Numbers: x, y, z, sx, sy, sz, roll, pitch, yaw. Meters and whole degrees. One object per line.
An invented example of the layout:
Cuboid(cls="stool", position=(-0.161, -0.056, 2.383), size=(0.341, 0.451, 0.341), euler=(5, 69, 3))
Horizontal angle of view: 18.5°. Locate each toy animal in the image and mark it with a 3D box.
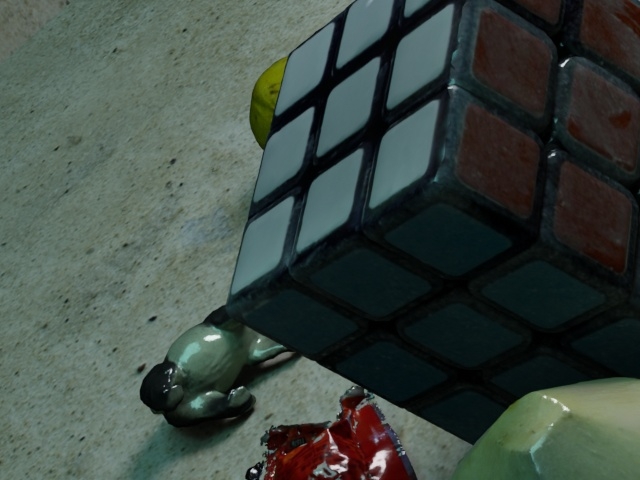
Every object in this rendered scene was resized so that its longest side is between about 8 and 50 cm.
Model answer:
Cuboid(cls="toy animal", position=(-0.102, 0.122, 2.158), size=(0.225, 0.094, 0.121), euler=(-48, 20, -18))

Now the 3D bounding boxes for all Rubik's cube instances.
Cuboid(cls="Rubik's cube", position=(0.141, -0.042, 1.661), size=(0.301, 0.305, 0.303), euler=(-34, 34, 48))

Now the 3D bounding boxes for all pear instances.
Cuboid(cls="pear", position=(-0.015, -0.156, 2.416), size=(0.149, 0.149, 0.162), euler=(-37, 20, 1))

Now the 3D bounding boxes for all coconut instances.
Cuboid(cls="coconut", position=(0.203, 0.219, 1.463), size=(0.259, 0.259, 0.259), euler=(-28, 28, 17))

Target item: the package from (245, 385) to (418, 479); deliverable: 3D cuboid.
Cuboid(cls="package", position=(0.008, 0.248, 1.846), size=(0.194, 0.071, 0.269), euler=(-34, 29, 16))

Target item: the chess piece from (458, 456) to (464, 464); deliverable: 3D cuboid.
Cuboid(cls="chess piece", position=(0.174, 0.214, 1.709), size=(0.090, 0.090, 0.200), euler=(-34, 16, 5))
